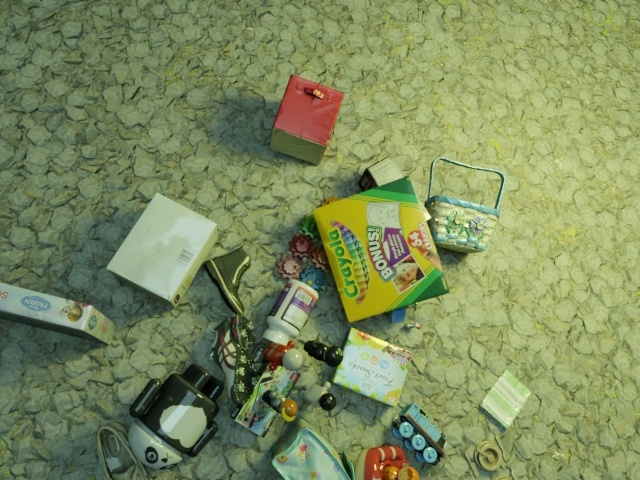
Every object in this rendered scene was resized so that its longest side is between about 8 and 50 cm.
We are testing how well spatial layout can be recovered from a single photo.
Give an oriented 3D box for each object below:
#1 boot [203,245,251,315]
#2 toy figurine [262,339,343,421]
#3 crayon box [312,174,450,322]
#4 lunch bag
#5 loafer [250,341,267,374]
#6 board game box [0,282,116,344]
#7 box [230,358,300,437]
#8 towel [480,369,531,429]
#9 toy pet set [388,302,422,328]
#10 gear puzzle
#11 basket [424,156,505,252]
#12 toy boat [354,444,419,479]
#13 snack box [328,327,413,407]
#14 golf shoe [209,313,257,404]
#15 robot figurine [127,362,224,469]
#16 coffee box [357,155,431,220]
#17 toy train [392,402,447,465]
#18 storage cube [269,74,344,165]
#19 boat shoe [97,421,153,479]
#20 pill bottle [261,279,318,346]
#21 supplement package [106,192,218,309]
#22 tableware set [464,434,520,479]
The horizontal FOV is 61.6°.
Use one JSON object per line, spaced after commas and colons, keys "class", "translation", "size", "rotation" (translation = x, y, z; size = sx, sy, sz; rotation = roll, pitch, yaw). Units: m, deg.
{"class": "boot", "translation": [-0.248, 0.118, 1.634], "size": [0.137, 0.077, 0.198], "rotation": [-28, 81, -22]}
{"class": "toy figurine", "translation": [-0.048, 0.384, 1.498], "size": [0.213, 0.148, 0.209], "rotation": [6, 88, -36]}
{"class": "crayon box", "translation": [0.183, 0.029, 1.625], "size": [0.313, 0.106, 0.363], "rotation": [-19, 85, 12]}
{"class": "lunch bag", "translation": [0.001, 0.621, 1.441], "size": [0.262, 0.223, 0.160], "rotation": [44, 79, 5]}
{"class": "loafer", "translation": [-0.193, 0.369, 1.575], "size": [0.056, 0.050, 0.148], "rotation": [14, 71, -5]}
{"class": "board game box", "translation": [-0.725, 0.187, 1.396], "size": [0.319, 0.318, 0.066], "rotation": [15, 71, -6]}
{"class": "box", "translation": [-0.155, 0.444, 1.542], "size": [0.114, 0.036, 0.207], "rotation": [41, 69, -25]}
{"class": "towel", "translation": [0.585, 0.499, 1.687], "size": [0.113, 0.023, 0.152], "rotation": [43, 71, 4]}
{"class": "toy pet set", "translation": [0.272, 0.217, 1.696], "size": [0.114, 0.065, 0.122], "rotation": [-4, 73, -11]}
{"class": "gear puzzle", "translation": [0.000, 0.000, 1.725], "size": [0.175, 0.044, 0.339], "rotation": [28, 71, -1]}
{"class": "basket", "translation": [0.468, -0.110, 1.758], "size": [0.255, 0.201, 0.289], "rotation": [10, 81, -6]}
{"class": "toy boat", "translation": [0.197, 0.644, 1.462], "size": [0.231, 0.151, 0.151], "rotation": [20, 64, -50]}
{"class": "snack box", "translation": [0.153, 0.385, 1.621], "size": [0.207, 0.070, 0.174], "rotation": [23, 70, -1]}
{"class": "golf shoe", "translation": [-0.249, 0.343, 1.521], "size": [0.120, 0.105, 0.273], "rotation": [-19, 46, 13]}
{"class": "robot figurine", "translation": [-0.385, 0.473, 1.443], "size": [0.209, 0.173, 0.278], "rotation": [35, 70, 8]}
{"class": "coffee box", "translation": [0.238, -0.133, 1.759], "size": [0.098, 0.141, 0.246], "rotation": [-30, 79, -16]}
{"class": "toy train", "translation": [0.297, 0.573, 1.587], "size": [0.184, 0.080, 0.105], "rotation": [45, 65, 6]}
{"class": "storage cube", "translation": [-0.050, -0.388, 1.751], "size": [0.184, 0.215, 0.193], "rotation": [19, 77, -5]}
{"class": "boat shoe", "translation": [-0.512, 0.627, 1.414], "size": [0.109, 0.098, 0.302], "rotation": [-24, 79, -16]}
{"class": "pill bottle", "translation": [-0.095, 0.224, 1.607], "size": [0.108, 0.108, 0.193], "rotation": [29, 71, 0]}
{"class": "supplement package", "translation": [-0.455, 0.034, 1.581], "size": [0.204, 0.145, 0.262], "rotation": [28, 71, 0]}
{"class": "tableware set", "translation": [0.534, 0.701, 1.608], "size": [0.128, 0.039, 0.194], "rotation": [-21, 78, -15]}
